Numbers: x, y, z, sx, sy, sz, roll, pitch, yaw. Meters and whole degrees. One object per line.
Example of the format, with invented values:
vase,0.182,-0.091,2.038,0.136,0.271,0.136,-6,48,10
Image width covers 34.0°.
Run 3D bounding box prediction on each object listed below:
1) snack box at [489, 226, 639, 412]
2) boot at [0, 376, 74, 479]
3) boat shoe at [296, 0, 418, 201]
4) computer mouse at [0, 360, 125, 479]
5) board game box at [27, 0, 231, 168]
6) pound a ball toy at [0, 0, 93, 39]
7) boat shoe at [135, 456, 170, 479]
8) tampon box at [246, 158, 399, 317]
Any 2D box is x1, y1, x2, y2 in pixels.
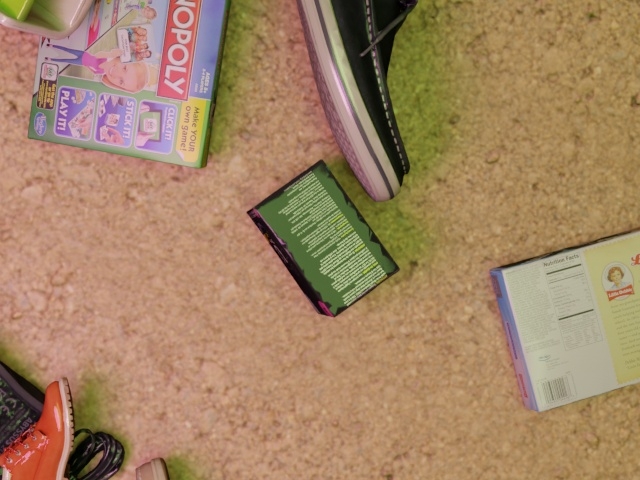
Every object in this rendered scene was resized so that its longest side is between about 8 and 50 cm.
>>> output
snack box,0.396,0.085,1.346,0.321,0.060,0.187,-15,91,-8
boot,-0.323,0.232,1.193,0.084,0.059,0.158,7,94,-14
boat shoe,0.046,-0.297,1.251,0.155,0.187,0.500,-12,85,-2
computer mouse,-0.385,0.223,1.239,0.188,0.072,0.272,-43,106,-9
board game box,-0.217,-0.259,1.233,0.213,0.046,0.317,10,99,4
pound a ball toy,-0.403,-0.325,1.178,0.319,0.135,0.208,36,107,22
boat shoe,-0.218,0.409,1.235,0.098,0.109,0.302,1,94,-9
tampon box,0.000,0.000,1.265,0.101,0.120,0.161,-36,93,-8
